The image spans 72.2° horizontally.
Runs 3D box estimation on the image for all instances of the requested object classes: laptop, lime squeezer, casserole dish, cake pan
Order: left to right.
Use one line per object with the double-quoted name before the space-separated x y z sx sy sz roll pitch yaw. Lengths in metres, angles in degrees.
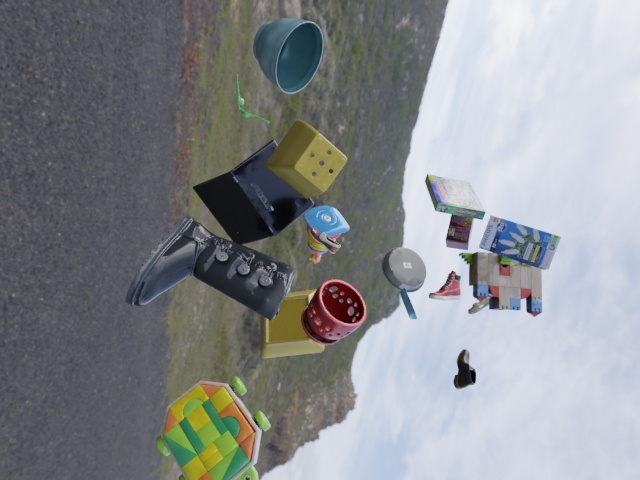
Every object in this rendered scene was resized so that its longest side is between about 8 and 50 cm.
"lime squeezer" -0.417 -0.761 2.444 0.110 0.310 0.059 -28 -165 25
"laptop" -0.322 -0.218 2.141 0.408 0.382 0.236 -41 -152 -15
"cake pan" 0.500 0.162 2.582 0.054 0.293 0.293 127 -20 -54
"casserole dish" 0.468 0.342 2.345 0.114 0.037 0.188 64 6 -54

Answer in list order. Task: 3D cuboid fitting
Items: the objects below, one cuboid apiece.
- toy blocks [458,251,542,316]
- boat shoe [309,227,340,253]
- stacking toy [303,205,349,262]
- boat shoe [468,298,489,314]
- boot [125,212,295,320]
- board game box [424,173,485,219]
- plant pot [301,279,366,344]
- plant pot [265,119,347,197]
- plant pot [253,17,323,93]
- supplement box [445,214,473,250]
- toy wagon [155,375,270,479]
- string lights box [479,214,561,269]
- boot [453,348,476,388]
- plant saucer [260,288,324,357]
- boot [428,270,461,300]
"toy blocks" 0.807 0.194 1.923 0.191 0.381 0.261 113 -18 -79
"boat shoe" 0.017 -0.006 1.719 0.043 0.137 0.049 -49 -179 28
"stacking toy" 0.000 0.000 2.027 0.166 0.175 0.302 55 -33 31
"boat shoe" 0.793 0.316 2.186 0.048 0.153 0.056 57 -7 30
"boot" -0.339 0.147 1.437 0.146 0.445 0.367 -49 -167 55
"board game box" 0.606 -0.205 2.005 0.317 0.213 0.046 -85 -174 -58
"plant pot" 0.040 0.260 1.536 0.174 0.191 0.191 -55 -165 40
"plant pot" -0.032 -0.279 1.543 0.212 0.212 0.187 -55 -154 -2
"plant pot" -0.154 -0.794 1.834 0.293 0.196 0.293 -44 156 -25
"supplement box" 0.664 -0.057 2.079 0.081 0.104 0.188 59 45 -57
"toy wagon" -0.266 0.549 1.176 0.267 0.344 0.068 -37 159 -12
"string lights box" 0.765 0.008 1.696 0.133 0.259 0.077 -69 159 -1
"boot" 0.741 0.638 2.194 0.106 0.082 0.219 -33 -153 51
"plant saucer" -0.158 0.410 2.232 0.081 0.333 0.333 67 17 -62
"boot" 0.747 0.269 2.632 0.088 0.244 0.176 9 -82 58
